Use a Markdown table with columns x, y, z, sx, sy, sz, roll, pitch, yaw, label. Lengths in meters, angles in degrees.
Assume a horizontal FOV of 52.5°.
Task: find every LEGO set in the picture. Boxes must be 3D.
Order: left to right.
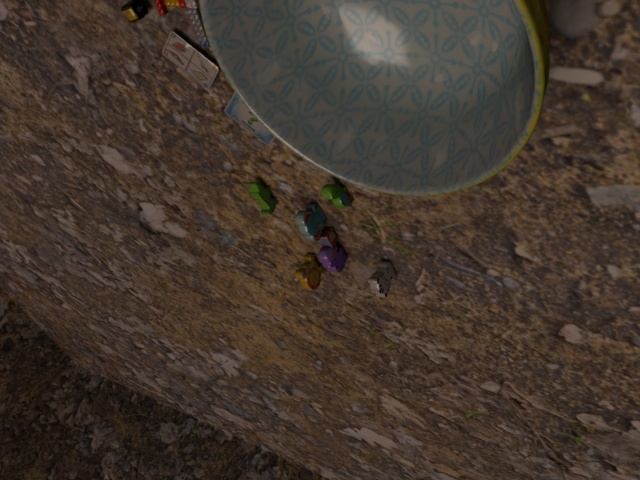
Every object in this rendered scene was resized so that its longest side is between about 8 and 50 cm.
| x | y | z | sx | sy | sz | roll | pitch | yaw | label |
| --- | --- | --- | --- | --- | --- | --- | --- | --- | --- |
| -0.128 | -0.224 | 0.771 | 0.244 | 0.060 | 0.182 | 38 | 145 | -9 | LEGO set |

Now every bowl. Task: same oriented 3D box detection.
| x | y | z | sx | sy | sz | roll | pitch | yaw | label |
| --- | --- | --- | --- | --- | --- | --- | --- | --- | --- |
| 0.061 | -0.191 | 0.544 | 0.289 | 0.156 | 0.290 | 23 | 148 | 16 | bowl |

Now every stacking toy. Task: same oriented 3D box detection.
| x | y | z | sx | sy | sz | roll | pitch | yaw | label |
| --- | --- | --- | --- | --- | --- | --- | --- | --- | --- |
| 0.000 | 0.000 | 0.980 | 0.166 | 0.052 | 0.221 | 3 | 138 | 40 | stacking toy |
